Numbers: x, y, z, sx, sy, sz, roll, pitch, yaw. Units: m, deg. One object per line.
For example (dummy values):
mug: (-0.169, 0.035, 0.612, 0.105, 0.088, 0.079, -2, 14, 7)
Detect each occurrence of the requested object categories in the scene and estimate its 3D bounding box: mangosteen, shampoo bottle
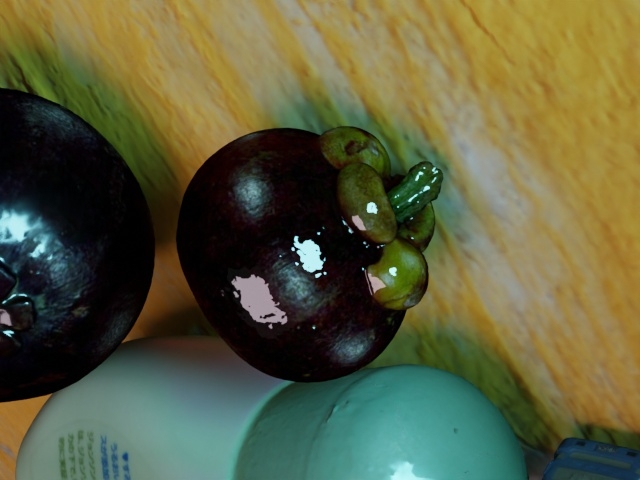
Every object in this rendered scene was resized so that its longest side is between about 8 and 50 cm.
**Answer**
mangosteen: (-0.197, -0.003, 0.950, 0.194, 0.194, 0.230, 58, 178, -22)
mangosteen: (0.000, 0.000, 0.806, 0.140, 0.140, 0.140, 26, 143, 22)
shampoo bottle: (-0.027, 0.152, 0.956, 0.349, 0.151, 0.222, -12, 107, 51)

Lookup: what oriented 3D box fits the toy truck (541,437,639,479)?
toy truck: (0.164, 0.202, 0.879, 0.074, 0.088, 0.201, 9, 134, 40)
